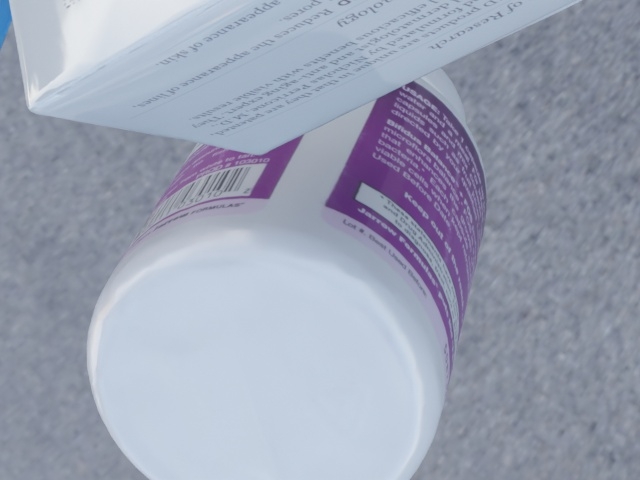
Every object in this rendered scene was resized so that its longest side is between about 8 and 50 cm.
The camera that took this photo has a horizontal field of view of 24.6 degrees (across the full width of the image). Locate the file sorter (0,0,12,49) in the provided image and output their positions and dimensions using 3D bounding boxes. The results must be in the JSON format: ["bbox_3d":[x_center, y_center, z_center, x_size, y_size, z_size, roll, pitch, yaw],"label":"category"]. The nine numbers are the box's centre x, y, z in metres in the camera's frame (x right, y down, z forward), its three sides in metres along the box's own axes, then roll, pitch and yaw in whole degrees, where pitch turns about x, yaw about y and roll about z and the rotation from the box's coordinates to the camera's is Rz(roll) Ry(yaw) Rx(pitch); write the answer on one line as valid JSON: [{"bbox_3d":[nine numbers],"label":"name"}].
[{"bbox_3d":[-0.263,-0.110,0.843,0.104,0.170,0.118,8,153,12],"label":"file sorter"}]

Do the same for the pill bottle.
[{"bbox_3d":[0.000,0.000,0.784,0.169,0.301,0.169,6,120,11],"label":"pill bottle"}]

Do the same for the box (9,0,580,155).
[{"bbox_3d":[-0.011,-0.146,0.483,0.182,0.119,0.181,-23,73,35],"label":"box"}]
